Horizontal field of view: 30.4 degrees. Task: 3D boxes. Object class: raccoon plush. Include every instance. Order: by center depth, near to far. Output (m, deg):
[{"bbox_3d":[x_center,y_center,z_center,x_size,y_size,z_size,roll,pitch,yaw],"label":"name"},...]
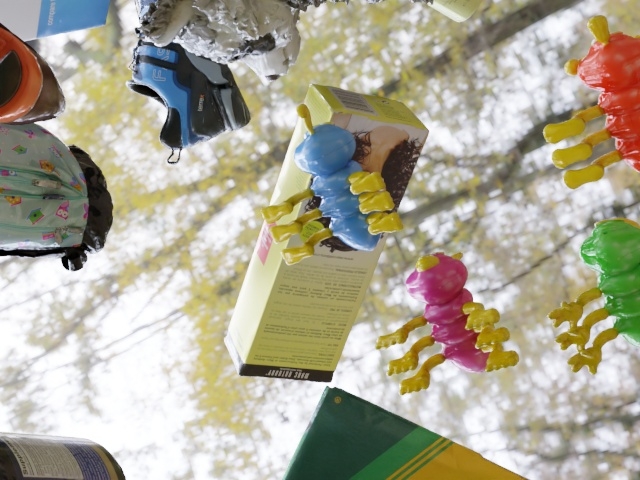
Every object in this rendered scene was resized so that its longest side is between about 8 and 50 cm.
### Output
[{"bbox_3d":[-0.054,-0.383,1.169,0.216,0.299,0.446,-41,-56,-75],"label":"raccoon plush"}]

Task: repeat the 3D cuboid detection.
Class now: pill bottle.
[{"bbox_3d":[-0.265,0.215,0.952,0.219,0.123,0.123,21,-128,-60],"label":"pill bottle"}]

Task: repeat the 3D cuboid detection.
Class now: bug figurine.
[{"bbox_3d":[0.114,-0.013,0.732,0.216,0.279,0.072,68,-154,-17],"label":"bug figurine"}]

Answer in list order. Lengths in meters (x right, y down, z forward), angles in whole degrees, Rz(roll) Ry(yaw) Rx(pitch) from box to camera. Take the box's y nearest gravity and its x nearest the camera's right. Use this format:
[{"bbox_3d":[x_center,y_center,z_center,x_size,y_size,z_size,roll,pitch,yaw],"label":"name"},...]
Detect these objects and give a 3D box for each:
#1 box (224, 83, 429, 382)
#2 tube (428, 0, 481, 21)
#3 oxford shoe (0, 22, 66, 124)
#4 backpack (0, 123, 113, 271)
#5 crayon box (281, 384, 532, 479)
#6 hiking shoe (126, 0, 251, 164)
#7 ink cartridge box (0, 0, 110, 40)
[{"bbox_3d":[0.000,0.000,0.915,0.087,0.232,0.058,7,-153,-25],"label":"box"},{"bbox_3d":[0.091,-0.343,1.412,0.240,0.062,0.070,27,-127,-27],"label":"tube"},{"bbox_3d":[-0.332,-0.176,0.997,0.271,0.097,0.098,38,-175,15],"label":"oxford shoe"},{"bbox_3d":[-0.296,-0.050,1.086,0.182,0.115,0.152,5,-159,-38],"label":"backpack"},{"bbox_3d":[0.097,0.217,0.675,0.165,0.278,0.081,-64,-17,-9],"label":"crayon box"},{"bbox_3d":[-0.212,-0.259,1.571,0.304,0.132,0.113,62,177,20],"label":"hiking shoe"},{"bbox_3d":[-0.464,-0.358,1.316,0.395,0.166,0.285,-18,-115,-29],"label":"ink cartridge box"}]
